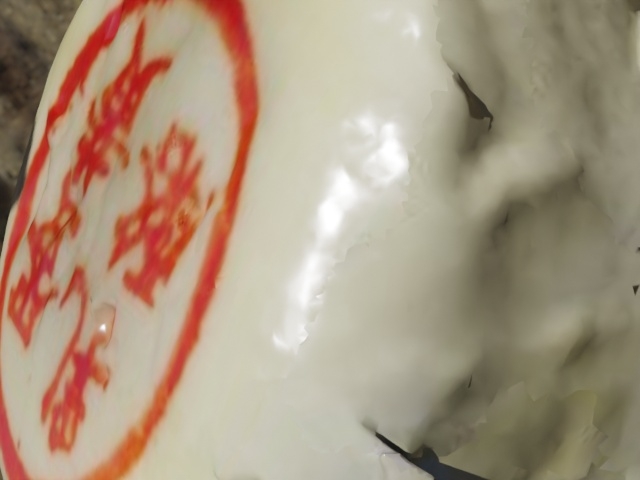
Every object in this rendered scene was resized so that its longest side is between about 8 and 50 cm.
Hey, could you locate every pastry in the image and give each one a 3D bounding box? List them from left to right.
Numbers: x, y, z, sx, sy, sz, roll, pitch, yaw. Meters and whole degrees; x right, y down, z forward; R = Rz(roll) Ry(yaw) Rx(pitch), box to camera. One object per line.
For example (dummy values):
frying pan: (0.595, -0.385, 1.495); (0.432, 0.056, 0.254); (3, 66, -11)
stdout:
pastry: (-0.001, -0.001, 0.420); (0.133, 0.265, 0.265); (18, 166, -28)
